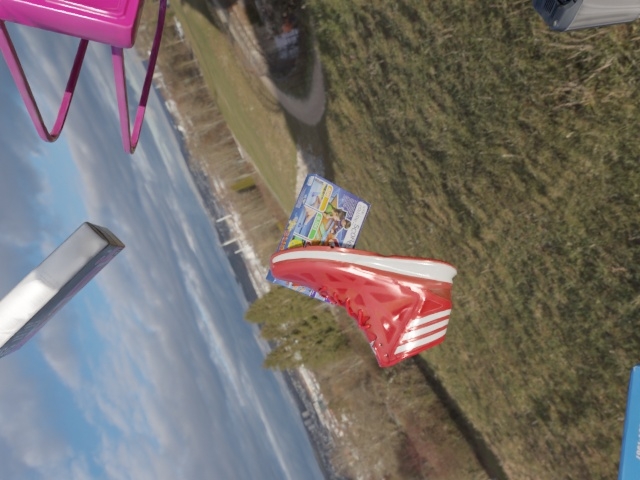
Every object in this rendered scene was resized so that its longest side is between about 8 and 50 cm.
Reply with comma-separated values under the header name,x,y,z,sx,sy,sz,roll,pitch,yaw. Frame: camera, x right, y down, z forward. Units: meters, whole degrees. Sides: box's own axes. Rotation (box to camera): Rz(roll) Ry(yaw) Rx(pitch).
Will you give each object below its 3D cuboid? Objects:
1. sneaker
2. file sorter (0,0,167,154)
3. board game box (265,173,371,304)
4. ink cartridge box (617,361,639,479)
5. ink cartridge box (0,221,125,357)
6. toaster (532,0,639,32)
name,x,y,z,sx,sy,sz,roll,pitch,yaw
sneaker,0.040,0.078,0.553,0.087,0.221,0.128,38,-123,-72
file sorter,-0.266,-0.199,0.344,0.182,0.290,0.202,129,147,-62
board game box,0.000,0.000,0.860,0.136,0.201,0.035,25,174,-32
ink cartridge box,0.243,0.142,0.205,0.190,0.082,0.140,4,83,45
ink cartridge box,-0.525,0.118,0.869,0.069,0.371,0.175,47,169,-8
toaster,0.426,-0.422,0.698,0.227,0.146,0.129,93,170,-50
